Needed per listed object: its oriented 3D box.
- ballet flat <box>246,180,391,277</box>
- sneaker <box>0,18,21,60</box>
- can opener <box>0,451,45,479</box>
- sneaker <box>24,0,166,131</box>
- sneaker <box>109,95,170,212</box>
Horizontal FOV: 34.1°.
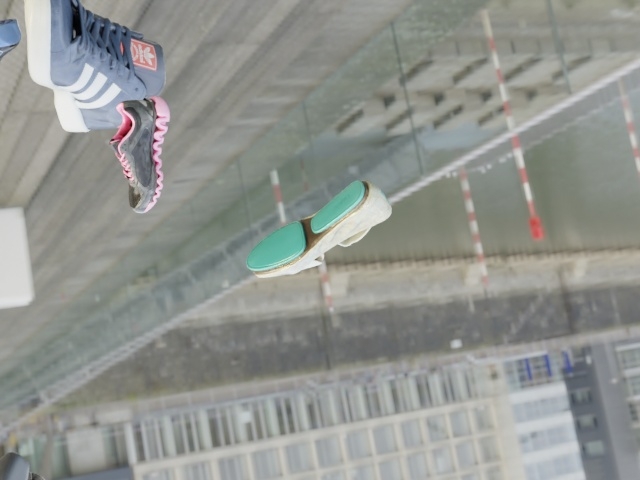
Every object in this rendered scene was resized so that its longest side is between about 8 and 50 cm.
[{"bbox_3d":[0.000,0.000,1.060,0.168,0.057,0.052,-31,131,27],"label":"ballet flat"},{"bbox_3d":[-0.465,-0.226,1.377,0.232,0.090,0.081,-8,-161,39],"label":"sneaker"},{"bbox_3d":[-0.436,0.404,1.315,0.076,0.283,0.095,-5,136,26],"label":"can opener"},{"bbox_3d":[-0.271,-0.234,1.291,0.148,0.131,0.350,-4,170,-3],"label":"sneaker"},{"bbox_3d":[-0.187,-0.086,1.043,0.057,0.119,0.047,-3,-165,-40],"label":"sneaker"}]
